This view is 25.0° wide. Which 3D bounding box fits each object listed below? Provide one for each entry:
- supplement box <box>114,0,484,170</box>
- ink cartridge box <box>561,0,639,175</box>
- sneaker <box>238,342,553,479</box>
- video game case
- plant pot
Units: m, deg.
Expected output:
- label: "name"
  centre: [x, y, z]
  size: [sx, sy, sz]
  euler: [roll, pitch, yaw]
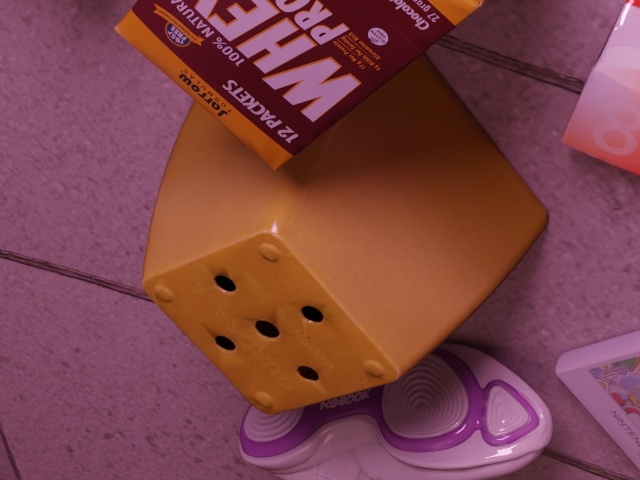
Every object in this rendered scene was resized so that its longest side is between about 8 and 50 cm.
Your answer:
- label: "supplement box"
  centre: [0.016, -0.180, 0.832]
  size: [0.129, 0.191, 0.194]
  euler: [41, 139, -12]
- label: "ink cartridge box"
  centre: [0.246, -0.102, 0.891]
  size: [0.145, 0.045, 0.179]
  euler: [24, 142, 7]
- label: "sneaker"
  centre: [0.079, 0.169, 1.236]
  size: [0.305, 0.114, 0.152]
  euler: [-8, 141, 41]
- label: "video game case"
  centre: [0.325, 0.136, 1.098]
  size: [0.227, 0.026, 0.206]
  euler: [-23, 117, 43]
- label: "plant pot"
  centre: [0.000, 0.000, 1.028]
  size: [0.212, 0.187, 0.212]
  euler: [-21, 119, 42]
